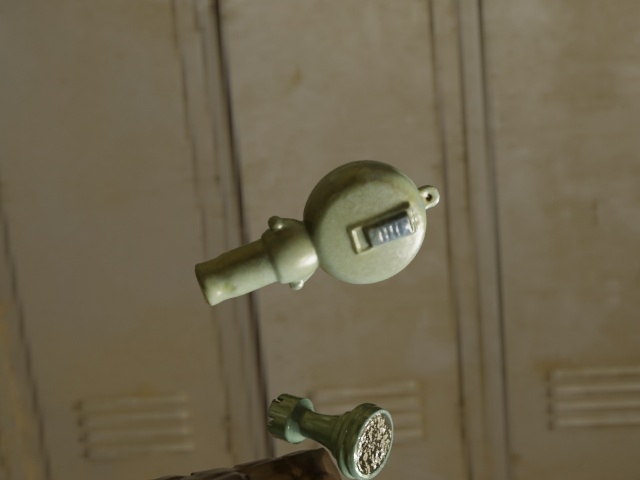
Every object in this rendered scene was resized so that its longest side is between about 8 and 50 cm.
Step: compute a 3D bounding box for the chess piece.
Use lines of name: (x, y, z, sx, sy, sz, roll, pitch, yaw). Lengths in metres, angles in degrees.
chess piece: (0.006, 0.165, 1.536, 0.067, 0.103, 0.067, -26, 123, -49)

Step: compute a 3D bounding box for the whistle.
whistle: (0.000, 0.000, 1.757, 0.067, 0.258, 0.126, -119, -171, -64)

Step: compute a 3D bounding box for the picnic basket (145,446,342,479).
picnic basket: (-0.114, 0.364, 1.522, 0.337, 0.337, 0.293, -77, 145, -66)
